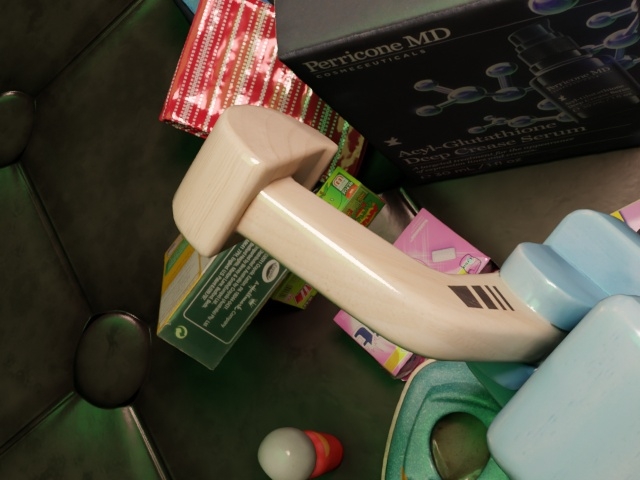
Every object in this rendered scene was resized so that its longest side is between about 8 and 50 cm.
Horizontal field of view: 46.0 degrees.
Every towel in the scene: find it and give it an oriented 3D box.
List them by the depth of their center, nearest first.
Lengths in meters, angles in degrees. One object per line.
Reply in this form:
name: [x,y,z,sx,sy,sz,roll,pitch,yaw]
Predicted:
towel: [-0.055,-0.203,0.999,0.275,0.031,0.198,20,92,-2]

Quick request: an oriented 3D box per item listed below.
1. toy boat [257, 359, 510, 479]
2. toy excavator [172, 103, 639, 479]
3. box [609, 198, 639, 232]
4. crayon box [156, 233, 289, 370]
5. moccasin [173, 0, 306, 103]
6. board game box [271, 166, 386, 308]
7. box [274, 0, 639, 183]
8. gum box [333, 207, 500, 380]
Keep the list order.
toy boat: [0.093,0.255,0.836,0.319,0.148,0.267,-1,77,25]
toy excavator: [0.163,0.072,0.558,0.433,0.445,0.222,50,116,32]
box: [0.426,0.034,0.749,0.243,0.117,0.213,-29,67,17]
crayon box: [-0.113,0.005,0.962,0.203,0.083,0.323,-52,17,6]
moccasin: [-0.096,-0.289,1.071,0.138,0.117,0.341,-32,89,1]
board game box: [0.000,0.000,0.975,0.043,0.092,0.181,40,96,27]
box: [0.169,-0.231,0.781,0.294,0.395,0.211,-9,73,24]
gum box: [0.113,0.070,0.920,0.107,0.062,0.188,41,96,28]
